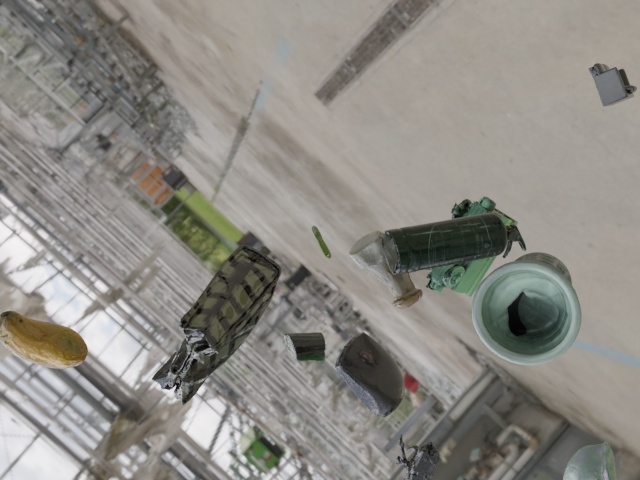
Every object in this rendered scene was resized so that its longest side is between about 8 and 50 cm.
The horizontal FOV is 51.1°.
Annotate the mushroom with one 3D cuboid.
[{"bbox_3d":[0.174,0.071,1.712,0.225,0.116,0.093,49,172,12],"label":"mushroom"}]

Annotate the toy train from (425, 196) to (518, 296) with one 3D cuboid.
[{"bbox_3d":[0.411,0.020,1.872,0.120,0.301,0.202,39,-164,37],"label":"toy train"}]

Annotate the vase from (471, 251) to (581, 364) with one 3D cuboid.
[{"bbox_3d":[0.325,0.085,1.032,0.143,0.143,0.299,42,-163,12],"label":"vase"}]

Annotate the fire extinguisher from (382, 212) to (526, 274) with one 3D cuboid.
[{"bbox_3d":[0.292,0.006,1.409,0.095,0.311,0.114,-128,29,-66],"label":"fire extinguisher"}]

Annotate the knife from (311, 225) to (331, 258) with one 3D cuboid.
[{"bbox_3d":[0.000,0.000,2.067,0.026,0.022,0.184,56,-176,-39],"label":"knife"}]

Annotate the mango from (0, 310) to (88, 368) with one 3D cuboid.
[{"bbox_3d":[-0.523,0.190,1.257,0.190,0.098,0.075,34,-154,-40],"label":"mango"}]

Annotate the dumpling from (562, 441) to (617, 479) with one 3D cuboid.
[{"bbox_3d":[0.592,0.536,1.436,0.149,0.104,0.217,-128,38,-52],"label":"dumpling"}]

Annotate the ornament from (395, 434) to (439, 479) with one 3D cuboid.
[{"bbox_3d":[0.324,0.735,2.298,0.080,0.202,0.236,18,-169,-6],"label":"ornament"}]

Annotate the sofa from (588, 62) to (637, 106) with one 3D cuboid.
[{"bbox_3d":[0.571,-0.310,1.299,0.147,0.060,0.085,-20,-92,-59],"label":"sofa"}]

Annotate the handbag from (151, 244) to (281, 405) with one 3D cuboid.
[{"bbox_3d":[-0.266,0.221,1.723,0.162,0.327,0.325,33,132,3],"label":"handbag"}]

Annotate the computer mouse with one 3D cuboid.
[{"bbox_3d":[0.175,0.423,2.103,0.269,0.170,0.100,48,135,-8],"label":"computer mouse"}]

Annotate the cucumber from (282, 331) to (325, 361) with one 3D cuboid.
[{"bbox_3d":[-0.042,0.299,1.933,0.115,0.062,0.116,1,-165,-24],"label":"cucumber"}]
